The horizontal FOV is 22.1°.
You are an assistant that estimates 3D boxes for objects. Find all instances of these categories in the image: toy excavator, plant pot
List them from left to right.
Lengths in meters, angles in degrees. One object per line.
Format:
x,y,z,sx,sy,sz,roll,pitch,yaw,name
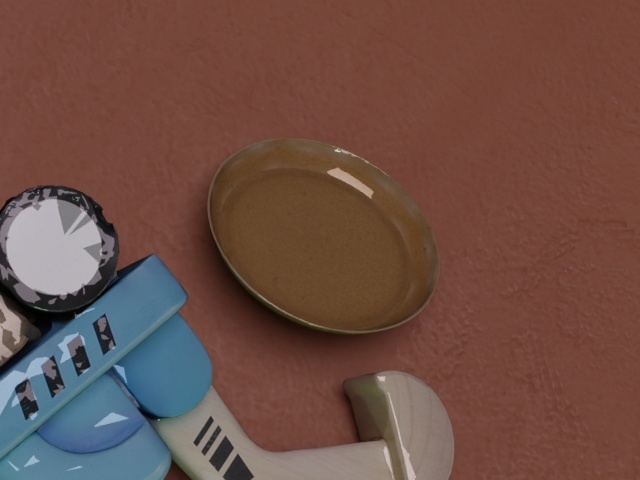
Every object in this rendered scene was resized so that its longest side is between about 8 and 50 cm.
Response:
-0.152,0.153,1.433,0.433,0.222,0.445,-40,99,-25,toy excavator
0.000,0.000,1.564,0.236,0.032,0.236,15,46,-16,plant pot
